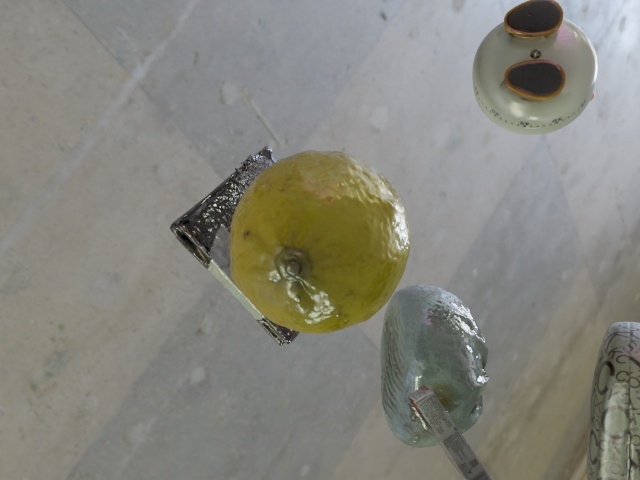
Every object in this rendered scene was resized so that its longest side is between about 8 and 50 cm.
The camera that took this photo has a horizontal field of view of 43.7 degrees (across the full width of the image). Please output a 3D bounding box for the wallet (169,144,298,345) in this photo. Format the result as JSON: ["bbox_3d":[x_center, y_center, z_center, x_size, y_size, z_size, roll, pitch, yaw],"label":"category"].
[{"bbox_3d":[-0.069,0.001,1.116,0.221,0.071,0.262,49,35,-7],"label":"wallet"}]

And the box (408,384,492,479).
[{"bbox_3d":[0.234,0.358,1.419,0.039,0.055,0.218,-35,99,-7],"label":"box"}]

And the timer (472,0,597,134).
[{"bbox_3d":[0.410,-0.309,1.525,0.233,0.233,0.240,-59,161,-9],"label":"timer"}]

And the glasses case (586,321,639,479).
[{"bbox_3d":[0.346,0.268,0.903,0.137,0.085,0.355,-28,117,-66],"label":"glasses case"}]

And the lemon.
[{"bbox_3d":[0.000,0.000,0.849,0.231,0.192,0.192,-59,160,-70],"label":"lemon"}]

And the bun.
[{"bbox_3d":[0.238,0.260,1.688,0.362,0.211,0.362,-179,-90,-89],"label":"bun"}]
